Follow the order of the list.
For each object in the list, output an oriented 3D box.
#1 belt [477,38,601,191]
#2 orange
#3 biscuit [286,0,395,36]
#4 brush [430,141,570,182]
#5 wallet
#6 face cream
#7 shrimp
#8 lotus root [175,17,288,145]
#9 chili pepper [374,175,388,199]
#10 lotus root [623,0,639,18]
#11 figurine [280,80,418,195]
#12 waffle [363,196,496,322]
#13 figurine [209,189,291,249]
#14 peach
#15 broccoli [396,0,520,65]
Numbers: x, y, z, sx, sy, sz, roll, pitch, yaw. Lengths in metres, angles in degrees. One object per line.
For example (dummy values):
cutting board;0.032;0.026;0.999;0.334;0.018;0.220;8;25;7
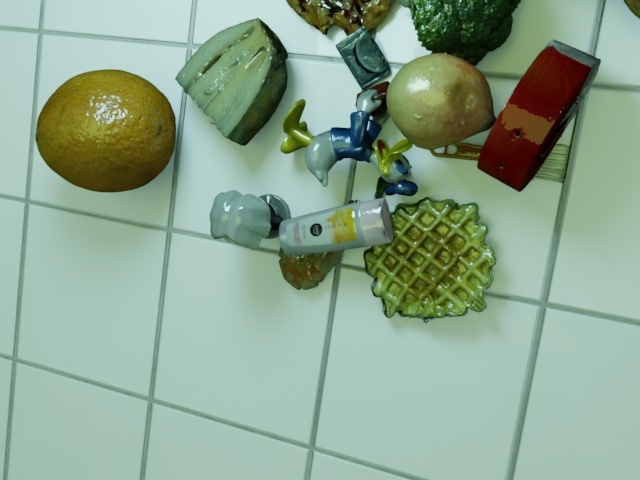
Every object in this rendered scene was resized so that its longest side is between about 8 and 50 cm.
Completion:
belt;0.457;-0.265;1.346;0.115;0.227;0.324;32;95;17
orange;-0.552;-0.274;1.654;0.356;0.322;0.322;-5;93;25
biscuit;0.038;-0.650;1.543;0.289;0.081;0.334;-41;80;17
brush;0.403;-0.196;1.489;0.314;0.017;0.090;10;95;19
wallet;0.103;-0.435;1.544;0.088;0.026;0.129;-29;107;19
face cream;0.036;-0.028;1.533;0.269;0.073;0.107;-9;87;21
shrimp;0.000;0.000;1.623;0.294;0.062;0.154;-47;74;18
lotus root;-0.188;-0.411;1.612;0.260;0.149;0.267;-49;61;12
chili pepper;0.164;-0.144;1.566;0.118;0.035;0.055;-43;64;14
lotus root;0.682;-0.570;1.285;0.193;0.193;0.291;-12;88;20
figurine;0.105;-0.228;1.520;0.338;0.204;0.283;41;91;10
waffle;0.256;0.045;1.531;0.317;0.073;0.297;-6;93;22
figurine;-0.182;-0.058;1.587;0.176;0.236;0.133;12;99;17
peach;0.259;-0.282;1.353;0.232;0.232;0.233;2;95;19
broccoli;0.283;-0.537;1.387;0.283;0.303;0.321;24;101;47
